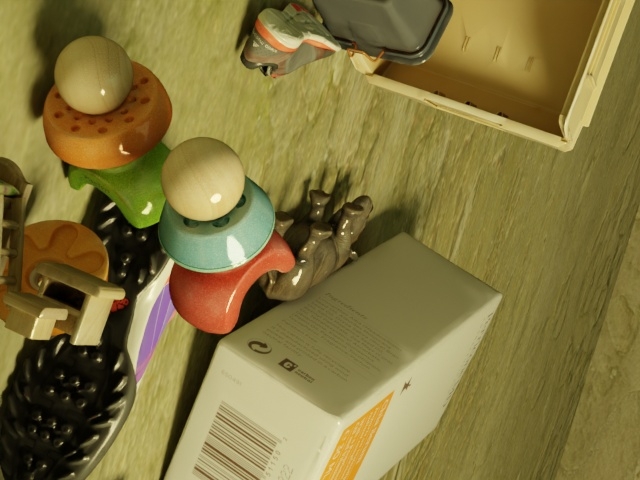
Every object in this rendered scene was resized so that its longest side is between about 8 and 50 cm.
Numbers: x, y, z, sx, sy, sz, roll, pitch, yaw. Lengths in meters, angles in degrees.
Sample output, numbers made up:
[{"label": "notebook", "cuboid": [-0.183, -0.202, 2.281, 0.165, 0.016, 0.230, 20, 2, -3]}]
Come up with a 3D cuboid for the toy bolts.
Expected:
[{"label": "toy bolts", "cuboid": [-0.148, -0.029, 1.097, 0.218, 0.228, 0.158, -51, 152, -26]}]

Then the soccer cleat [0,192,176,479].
[{"label": "soccer cleat", "cuboid": [-0.178, 0.083, 1.285, 0.318, 0.108, 0.116, -69, 162, -7]}]

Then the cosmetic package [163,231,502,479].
[{"label": "cosmetic package", "cuboid": [0.024, 0.175, 1.703, 0.453, 0.161, 0.230, -30, 147, -57]}]

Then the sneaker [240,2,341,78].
[{"label": "sneaker", "cuboid": [-0.036, -0.193, 1.448, 0.065, 0.061, 0.158, -47, 164, 21]}]

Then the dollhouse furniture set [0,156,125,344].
[{"label": "dollhouse furniture set", "cuboid": [-0.238, -0.003, 0.989, 0.182, 0.161, 0.101, 11, 99, -68]}]

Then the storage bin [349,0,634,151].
[{"label": "storage bin", "cuboid": [0.200, -0.264, 1.630, 0.123, 0.262, 0.260, 11, 100, -70]}]

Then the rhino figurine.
[{"label": "rhino figurine", "cuboid": [0.000, 0.000, 1.653, 0.243, 0.073, 0.106, -29, 145, -61]}]

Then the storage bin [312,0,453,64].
[{"label": "storage bin", "cuboid": [0.050, -0.241, 1.493, 0.098, 0.135, 0.091, -63, 146, -13]}]
